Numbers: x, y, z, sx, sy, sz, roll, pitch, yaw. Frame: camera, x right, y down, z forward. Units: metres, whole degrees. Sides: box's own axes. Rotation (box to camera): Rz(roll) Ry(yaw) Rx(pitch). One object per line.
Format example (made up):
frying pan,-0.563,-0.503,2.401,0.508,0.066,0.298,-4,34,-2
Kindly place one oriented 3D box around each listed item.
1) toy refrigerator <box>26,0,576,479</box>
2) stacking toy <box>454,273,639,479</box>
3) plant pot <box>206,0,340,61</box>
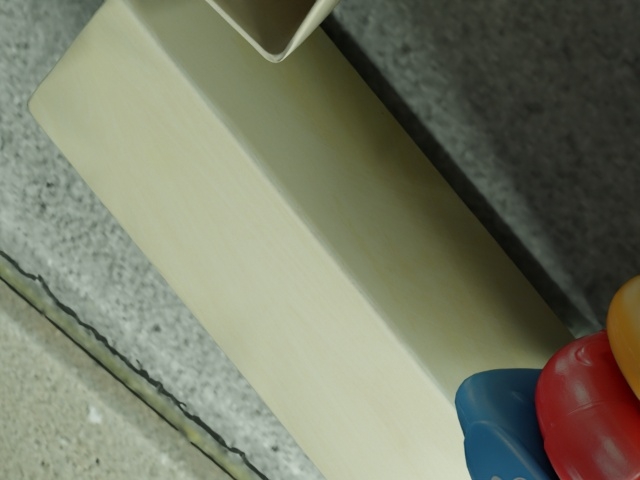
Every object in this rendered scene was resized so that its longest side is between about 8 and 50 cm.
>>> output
toy refrigerator,0.000,0.000,0.802,0.269,0.094,0.102,51,138,2
stacking toy,0.205,0.019,0.643,0.302,0.166,0.175,-54,55,24
plant pot,-0.006,-0.157,0.715,0.109,0.096,0.109,44,130,7
